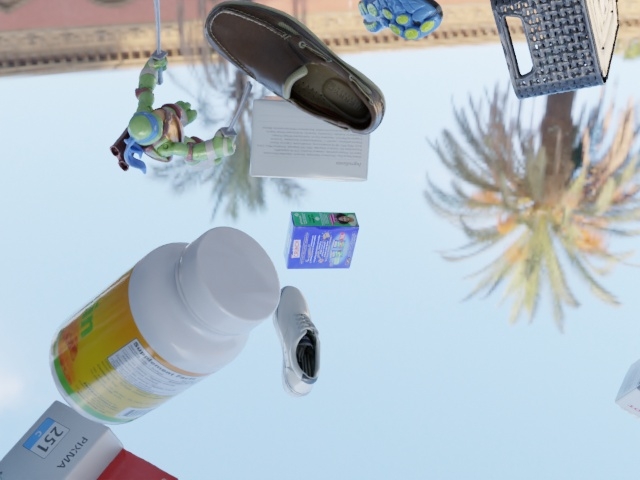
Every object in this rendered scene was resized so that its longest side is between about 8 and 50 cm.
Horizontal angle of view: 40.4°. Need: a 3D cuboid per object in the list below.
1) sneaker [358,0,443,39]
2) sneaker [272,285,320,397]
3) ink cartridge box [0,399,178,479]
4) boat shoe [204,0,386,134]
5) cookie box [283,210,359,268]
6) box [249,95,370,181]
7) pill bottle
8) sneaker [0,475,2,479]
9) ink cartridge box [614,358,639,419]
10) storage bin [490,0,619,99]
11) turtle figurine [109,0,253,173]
[{"bbox_3d":[0.112,-0.312,1.156,0.078,0.067,0.188,-31,-157,-9],"label":"sneaker"},{"bbox_3d":[-0.039,0.203,1.857,0.094,0.091,0.258,11,-126,-32],"label":"sneaker"},{"bbox_3d":[-0.401,0.407,1.293,0.261,0.066,0.296,16,-126,34],"label":"ink cartridge box"},{"bbox_3d":[-0.031,-0.216,1.085,0.257,0.095,0.095,27,-156,-5],"label":"boat shoe"},{"bbox_3d":[0.000,0.000,1.394,0.107,0.092,0.040,0,-140,-15],"label":"cookie box"},{"bbox_3d":[-0.012,-0.163,1.372,0.182,0.119,0.181,3,-169,1],"label":"box"},{"bbox_3d":[-0.157,0.085,0.883,0.246,0.136,0.136,-34,-171,36],"label":"pill bottle"},{"bbox_3d":[-0.508,0.313,1.221,0.150,0.135,0.366,8,-110,-8],"label":"sneaker"},{"bbox_3d":[0.421,0.165,0.979,0.109,0.150,0.063,30,-118,6],"label":"ink cartridge box"},{"bbox_3d":[0.234,-0.231,0.850,0.084,0.122,0.180,-6,-148,29],"label":"storage bin"},{"bbox_3d":[-0.212,-0.218,1.452,0.198,0.274,0.266,21,179,3],"label":"turtle figurine"}]
